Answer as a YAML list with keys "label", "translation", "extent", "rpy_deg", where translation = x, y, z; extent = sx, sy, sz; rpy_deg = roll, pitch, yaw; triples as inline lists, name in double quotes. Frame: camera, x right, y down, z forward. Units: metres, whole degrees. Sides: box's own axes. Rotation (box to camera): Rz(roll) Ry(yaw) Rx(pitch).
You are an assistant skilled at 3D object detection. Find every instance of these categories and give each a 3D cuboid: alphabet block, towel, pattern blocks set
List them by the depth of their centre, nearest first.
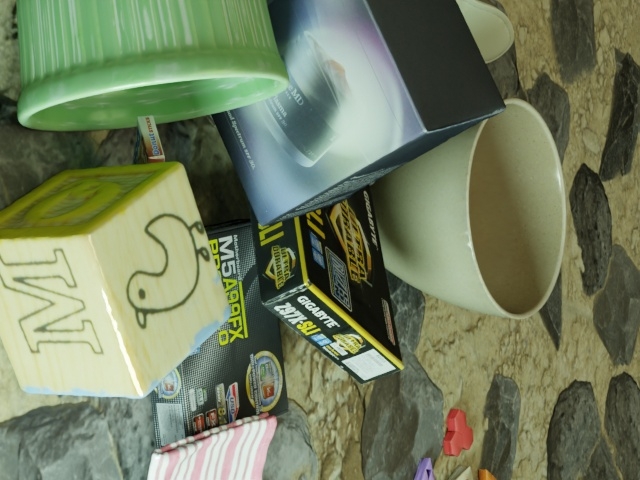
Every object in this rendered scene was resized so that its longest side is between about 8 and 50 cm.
- label: "alphabet block"
  translation: [-0.244, 0.042, 1.612]
  extent: [0.192, 0.193, 0.197]
  rpy_deg: [-45, 125, -49]
- label: "towel"
  translation: [-0.141, 0.300, 1.816]
  extent: [0.197, 0.029, 0.144]
  rpy_deg: [-13, 124, -42]
- label: "pattern blocks set"
  translation: [0.233, 0.480, 2.444]
  extent: [0.285, 0.026, 0.325]
  rpy_deg: [-52, 130, -43]

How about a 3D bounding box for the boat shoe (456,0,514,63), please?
- label: "boat shoe"
  translation: [0.218, -0.377, 2.387]
  extent: [0.305, 0.109, 0.091]
  rpy_deg: [21, 31, -53]

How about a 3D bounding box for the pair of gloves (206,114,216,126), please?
- label: "pair of gloves"
  translation: [-0.099, -0.258, 1.920]
  extent: [0.204, 0.042, 0.240]
  rpy_deg: [-5, 74, -47]

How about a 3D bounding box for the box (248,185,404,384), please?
- label: "box"
  translation: [0.000, 0.000, 1.970]
  extent: [0.257, 0.079, 0.322]
  rpy_deg: [41, 31, -45]

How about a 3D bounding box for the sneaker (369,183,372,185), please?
- label: "sneaker"
  translation: [0.041, -0.204, 2.128]
  extent: [0.091, 0.094, 0.258]
  rpy_deg: [-42, 122, -43]

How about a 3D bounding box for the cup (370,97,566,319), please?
- label: "cup"
  translation: [0.201, -0.045, 2.232]
  extent: [0.331, 0.237, 0.331]
  rpy_deg: [4, 85, -56]

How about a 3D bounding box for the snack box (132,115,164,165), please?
- label: "snack box"
  translation: [-0.206, -0.064, 1.709]
  extent: [0.178, 0.022, 0.064]
  rpy_deg: [106, -28, -51]

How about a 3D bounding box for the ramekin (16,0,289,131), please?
- label: "ramekin"
  translation: [-0.193, -0.222, 1.615]
  extent: [0.303, 0.303, 0.148]
  rpy_deg: [-6, 86, -56]

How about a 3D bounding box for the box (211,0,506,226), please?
- label: "box"
  translation: [0.013, -0.217, 1.755]
  extent: [0.182, 0.294, 0.296]
  rpy_deg: [-20, 83, -49]

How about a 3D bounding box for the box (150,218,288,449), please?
- label: "box"
  translation: [-0.137, 0.116, 1.882]
  extent: [0.216, 0.060, 0.270]
  rpy_deg: [-13, 99, -55]
